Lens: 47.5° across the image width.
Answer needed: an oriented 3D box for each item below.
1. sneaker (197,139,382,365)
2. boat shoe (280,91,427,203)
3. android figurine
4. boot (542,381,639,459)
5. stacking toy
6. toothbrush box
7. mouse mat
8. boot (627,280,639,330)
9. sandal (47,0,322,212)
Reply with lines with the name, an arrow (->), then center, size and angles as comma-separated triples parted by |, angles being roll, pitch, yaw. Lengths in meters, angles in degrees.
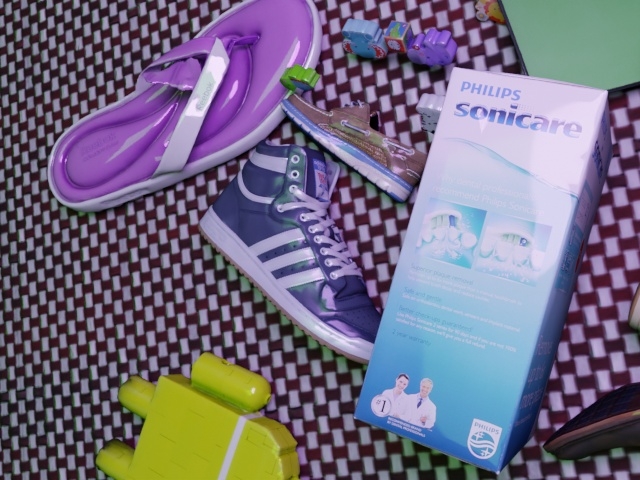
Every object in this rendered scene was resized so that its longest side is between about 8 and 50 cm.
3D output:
sneaker -> 0.000, 0.000, 0.778 | 0.282, 0.099, 0.153 | 39, 101, 26
boat shoe -> 0.038, -0.116, 0.799 | 0.183, 0.066, 0.066 | 38, 92, 15
android figurine -> -0.130, 0.261, 0.825 | 0.273, 0.056, 0.248 | 18, 91, 25
boot -> 0.302, 0.173, 0.622 | 0.219, 0.082, 0.106 | -39, 80, 37
stacking toy -> 0.081, -0.209, 0.773 | 0.221, 0.052, 0.167 | 19, 72, 27
toothbrush box -> 0.156, 0.027, 0.643 | 0.126, 0.216, 0.295 | 15, 89, 24
mouse mat -> 0.255, -0.229, 0.714 | 0.153, 0.007, 0.189 | -15, 77, -1
boot -> 0.406, 0.014, 0.599 | 0.203, 0.095, 0.262 | 38, 89, 23
sandal -> -0.178, -0.157, 0.872 | 0.416, 0.102, 0.169 | -33, 72, 17
